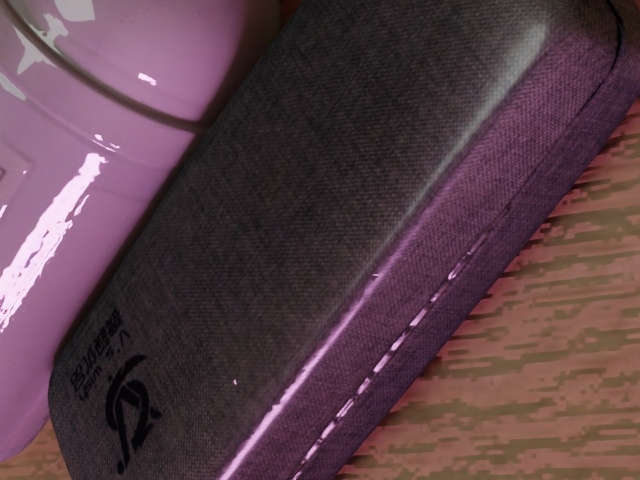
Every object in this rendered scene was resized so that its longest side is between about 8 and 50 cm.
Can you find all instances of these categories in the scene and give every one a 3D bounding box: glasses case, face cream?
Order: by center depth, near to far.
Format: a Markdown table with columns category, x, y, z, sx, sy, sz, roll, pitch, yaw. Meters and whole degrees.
| category | x | y | z | sx | sy | sz | roll | pitch | yaw |
| --- | --- | --- | --- | --- | --- | --- | --- | --- | --- |
| glasses case | 0.000 | 0.000 | 0.709 | 0.323 | 0.074 | 0.131 | -53 | 48 | 25 |
| face cream | -0.101 | -0.070 | 0.776 | 0.369 | 0.145 | 0.145 | -52 | 50 | 25 |
